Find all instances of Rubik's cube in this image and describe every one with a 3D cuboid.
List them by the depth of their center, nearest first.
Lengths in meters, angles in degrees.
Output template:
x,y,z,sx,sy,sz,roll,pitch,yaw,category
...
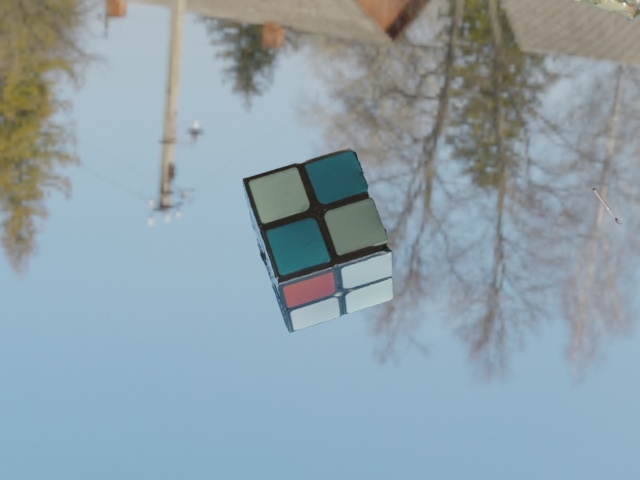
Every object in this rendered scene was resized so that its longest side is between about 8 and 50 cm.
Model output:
x,y,z,sx,sy,sz,roll,pitch,yaw,category
-0.001,0.000,1.626,0.167,0.180,0.183,-19,-115,-5,Rubik's cube

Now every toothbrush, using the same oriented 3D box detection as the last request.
x,y,z,sx,sy,sz,roll,pitch,yaw,category
0.466,-0.054,1.869,0.097,0.006,0.008,44,174,-35,toothbrush

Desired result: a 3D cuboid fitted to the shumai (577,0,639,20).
x,y,z,sx,sy,sz,roll,pitch,yaw,category
0.373,-0.406,1.578,0.314,0.262,0.267,-26,-148,2,shumai
